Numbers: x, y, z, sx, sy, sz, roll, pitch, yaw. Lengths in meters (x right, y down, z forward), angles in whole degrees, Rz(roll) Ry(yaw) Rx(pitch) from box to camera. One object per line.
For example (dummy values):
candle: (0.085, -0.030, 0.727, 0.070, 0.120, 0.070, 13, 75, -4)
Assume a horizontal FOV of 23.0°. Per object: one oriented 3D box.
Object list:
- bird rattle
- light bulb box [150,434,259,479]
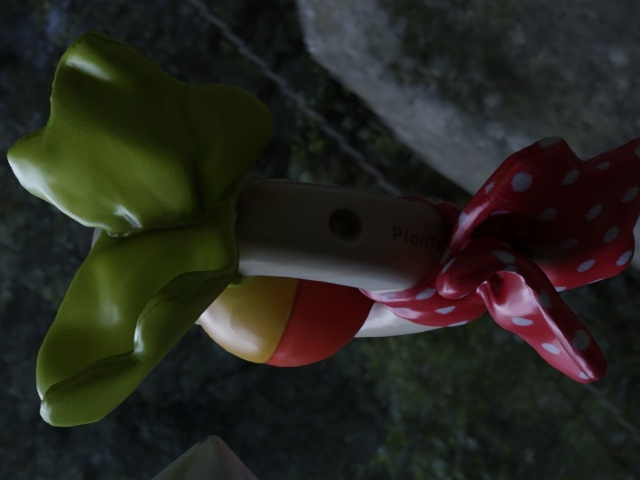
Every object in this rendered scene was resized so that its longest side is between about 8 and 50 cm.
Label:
bird rattle: (0.000, 0.000, 0.643, 0.253, 0.143, 0.207, -1, 171, -17)
light bulb box: (-0.052, 0.332, 0.529, 0.361, 0.358, 0.225, 50, -176, -16)
